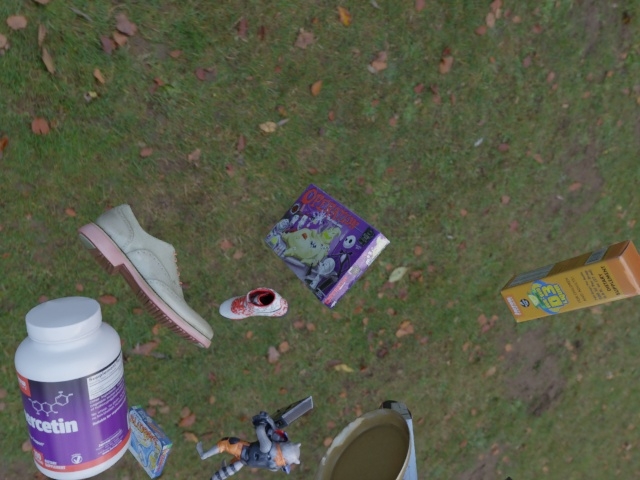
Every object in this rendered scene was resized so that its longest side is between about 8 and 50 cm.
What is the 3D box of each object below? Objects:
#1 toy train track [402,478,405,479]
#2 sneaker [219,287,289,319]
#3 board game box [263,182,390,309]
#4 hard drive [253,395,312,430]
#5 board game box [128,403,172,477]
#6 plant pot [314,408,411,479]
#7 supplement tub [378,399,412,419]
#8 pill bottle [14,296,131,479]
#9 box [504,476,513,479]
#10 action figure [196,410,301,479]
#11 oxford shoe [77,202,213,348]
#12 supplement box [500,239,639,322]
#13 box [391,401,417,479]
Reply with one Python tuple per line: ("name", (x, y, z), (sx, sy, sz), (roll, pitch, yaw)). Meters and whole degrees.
("toy train track", (0.179, 0.542, 1.100), (0.048, 0.083, 0.014), (-10, 169, 13))
("sneaker", (-0.254, 0.218, 1.852), (0.145, 0.270, 0.090), (59, 33, -60))
("board game box", (0.000, 0.000, 1.310), (0.208, 0.347, 0.056), (-47, 128, -2))
("hard drive", (-0.143, 0.687, 2.052), (0.172, 0.054, 0.255), (-23, 169, -41))
("board game box", (-0.576, 0.658, 1.734), (0.035, 0.201, 0.136), (3, 114, -54))
("plant pot", (0.086, 0.434, 1.022), (0.236, 0.236, 0.032), (-44, 107, -4))
("supplement tub", (0.197, 0.592, 1.603), (0.106, 0.106, 0.197), (8, 114, -33))
("pill bottle", (-0.473, 0.279, 1.013), (0.182, 0.181, 0.322), (-9, 113, -26))
("box", (0.320, 0.638, 1.085), (0.184, 0.103, 0.261), (-14, 141, -58))
("action figure", (-0.217, 0.769, 1.833), (0.331, 0.178, 0.341), (-15, 122, 14))
("oxford shoe", (-0.369, 0.083, 1.225), (0.397, 0.141, 0.146), (51, 60, -14))
("supplement box", (0.449, 0.079, 0.946), (0.080, 0.233, 0.078), (-31, 92, -41))
("box", (0.200, 0.484, 1.275), (0.038, 0.186, 0.145), (-5, 84, 2))
